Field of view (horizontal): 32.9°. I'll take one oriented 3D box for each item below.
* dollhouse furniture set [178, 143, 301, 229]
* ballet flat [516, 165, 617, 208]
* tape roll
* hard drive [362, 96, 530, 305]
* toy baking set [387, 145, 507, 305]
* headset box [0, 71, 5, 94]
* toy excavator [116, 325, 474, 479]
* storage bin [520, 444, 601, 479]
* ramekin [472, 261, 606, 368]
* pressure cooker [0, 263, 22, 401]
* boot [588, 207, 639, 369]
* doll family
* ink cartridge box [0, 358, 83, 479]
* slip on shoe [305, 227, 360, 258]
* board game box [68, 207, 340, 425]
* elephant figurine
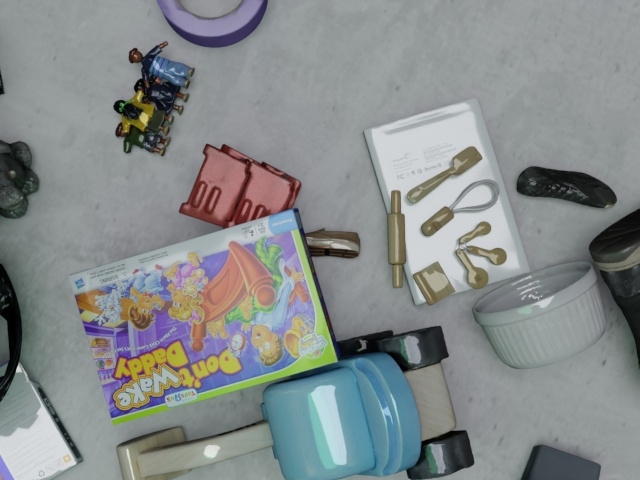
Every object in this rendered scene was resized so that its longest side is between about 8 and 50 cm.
[{"bbox_3d":[-0.171,0.041,1.743,0.152,0.201,0.374,23,93,0],"label":"dollhouse furniture set"},{"bbox_3d":[0.417,-0.087,1.834,0.173,0.049,0.057,14,54,-4],"label":"ballet flat"},{"bbox_3d":[-0.182,-0.426,1.822,0.189,0.080,0.189,0,86,-1],"label":"tape roll"},{"bbox_3d":[0.212,-0.066,1.825,0.203,0.040,0.307,-16,87,-2],"label":"hard drive"},{"bbox_3d":[0.204,-0.023,1.790,0.197,0.030,0.256,-5,87,-4],"label":"toy baking set"},{"bbox_3d":[-0.685,-0.288,1.726,0.283,0.246,0.131,-12,88,0],"label":"headset box"},{"bbox_3d":[-0.055,0.292,1.693,0.445,0.433,0.222,-11,87,-29],"label":"toy excavator"},{"bbox_3d":[0.395,0.394,1.779,0.135,0.098,0.091,18,76,0],"label":"storage bin"},{"bbox_3d":[0.359,0.123,1.739,0.207,0.207,0.109,-23,96,-2],"label":"ramekin"},{"bbox_3d":[-0.659,0.125,1.617,0.421,0.375,0.369,13,80,-22],"label":"pressure cooker"},{"bbox_3d":[0.620,0.062,1.769,0.377,0.138,0.284,-26,104,-29],"label":"boot"},{"bbox_3d":[-0.289,-0.239,1.817,0.111,0.076,0.193,22,82,5],"label":"doll family"},{"bbox_3d":[-0.535,0.330,1.790,0.206,0.045,0.208,-30,88,-3],"label":"ink cartridge box"},{"bbox_3d":[0.000,0.000,1.816,0.135,0.051,0.041,4,64,0],"label":"slip on shoe"},{"bbox_3d":[-0.169,0.111,1.606,0.347,0.078,0.233,-17,91,4],"label":"board game box"},{"bbox_3d":[-0.545,-0.113,1.718,0.186,0.239,0.169,-8,87,-1],"label":"elephant figurine"}]
